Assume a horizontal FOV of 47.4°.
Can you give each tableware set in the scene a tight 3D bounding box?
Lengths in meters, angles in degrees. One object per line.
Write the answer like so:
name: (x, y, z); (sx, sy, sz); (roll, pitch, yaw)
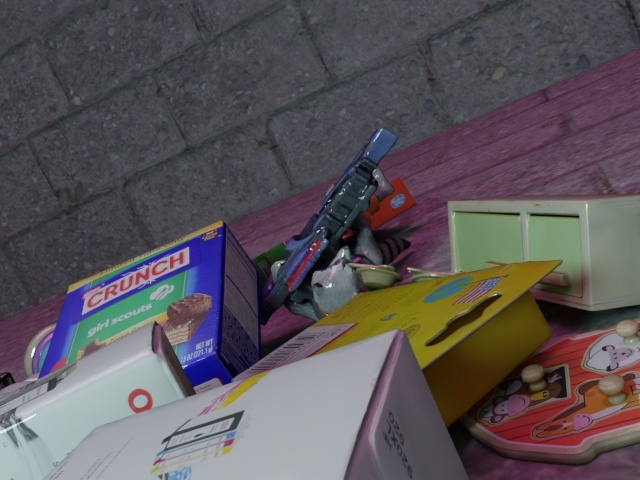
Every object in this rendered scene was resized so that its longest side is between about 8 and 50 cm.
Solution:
tableware set: (0.121, 0.055, 0.841); (0.141, 0.020, 0.168); (0, -19, 33)

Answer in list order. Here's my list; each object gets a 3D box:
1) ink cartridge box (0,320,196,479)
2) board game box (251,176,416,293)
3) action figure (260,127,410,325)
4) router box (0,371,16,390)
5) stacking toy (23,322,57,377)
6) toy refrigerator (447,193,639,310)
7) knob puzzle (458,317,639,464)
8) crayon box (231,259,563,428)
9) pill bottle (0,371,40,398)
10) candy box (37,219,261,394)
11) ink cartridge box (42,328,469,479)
ink cartridge box: (-0.203, 0.215, 0.560); (0.272, 0.198, 0.115); (-26, 10, -8)
board game box: (0.000, 0.000, 1.420); (0.316, 0.064, 0.242); (-30, 1, -25)
action figure: (0.062, -0.002, 1.079); (0.341, 0.178, 0.330); (-54, 3, 26)
router box: (-0.505, 0.284, 1.150); (0.038, 0.122, 0.092); (-17, 13, 18)
stacking toy: (-0.388, 0.216, 1.220); (0.141, 0.141, 0.330); (-32, 16, -31)
toy refrigerator: (0.234, 0.004, 0.784); (0.094, 0.102, 0.269); (-6, 5, -17)
knob puzzle: (0.200, 0.113, 0.590); (0.213, 0.030, 0.213); (-25, 11, 5)
crayon box: (0.067, 0.114, 0.688); (0.202, 0.081, 0.318); (-31, 5, -28)
pill bottle: (-0.400, 0.263, 0.977); (0.131, 0.131, 0.229); (-25, 10, 2)
candy box: (-0.221, 0.136, 0.972); (0.268, 0.122, 0.317); (-24, 29, 8)
ink cartridge box: (-0.036, 0.184, 0.400); (0.232, 0.171, 0.168); (-21, 11, 19)
